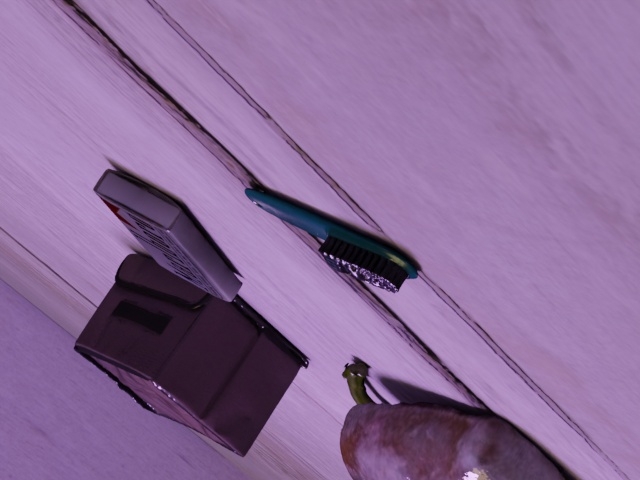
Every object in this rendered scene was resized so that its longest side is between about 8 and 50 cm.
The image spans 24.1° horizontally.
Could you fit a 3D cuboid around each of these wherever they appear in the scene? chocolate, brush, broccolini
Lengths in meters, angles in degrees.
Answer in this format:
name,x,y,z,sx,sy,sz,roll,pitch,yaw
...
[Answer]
name,x,y,z,sx,sy,sz,roll,pitch,yaw
chocolate,0.137,0.257,1.581,0.185,0.100,0.303,47,152,-23
brush,0.000,0.000,1.229,0.193,0.032,0.043,24,162,38
broccolini,0.092,0.220,1.730,0.123,0.062,0.271,15,155,30

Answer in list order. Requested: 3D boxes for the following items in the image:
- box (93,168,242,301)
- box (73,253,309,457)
name,x,y,z,sx,sy,sz,roll,pitch,yaw
box,-0.161,-0.004,1.610,0.115,0.036,0.177,28,165,30
box,-0.168,0.141,1.878,0.188,0.153,0.252,44,163,-32
